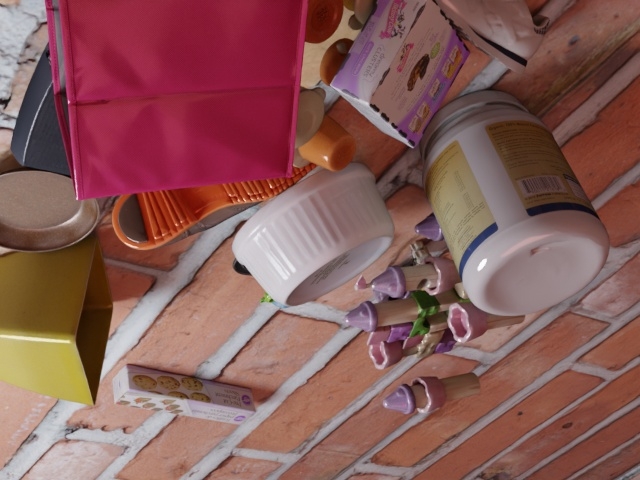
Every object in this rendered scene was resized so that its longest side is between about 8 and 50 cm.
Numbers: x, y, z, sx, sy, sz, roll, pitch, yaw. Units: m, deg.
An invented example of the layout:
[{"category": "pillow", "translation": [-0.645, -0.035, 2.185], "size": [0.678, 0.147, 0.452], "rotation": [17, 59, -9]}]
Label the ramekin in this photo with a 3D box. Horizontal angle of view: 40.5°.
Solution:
[{"category": "ramekin", "translation": [0.000, 0.000, 1.431], "size": [0.272, 0.127, 0.273], "rotation": [-30, 166, -9]}]

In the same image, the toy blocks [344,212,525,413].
[{"category": "toy blocks", "translation": [0.146, 0.121, 1.546], "size": [0.259, 0.309, 0.289], "rotation": [-8, 140, -22]}]

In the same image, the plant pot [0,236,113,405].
[{"category": "plant pot", "translation": [-0.470, 0.133, 1.464], "size": [0.187, 0.212, 0.212], "rotation": [3, 140, -2]}]

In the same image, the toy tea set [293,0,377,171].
[{"category": "toy tea set", "translation": [-0.018, -0.246, 1.212], "size": [0.200, 0.124, 0.336], "rotation": [-18, 133, -42]}]

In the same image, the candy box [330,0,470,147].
[{"category": "candy box", "translation": [0.116, -0.240, 1.206], "size": [0.165, 0.070, 0.196], "rotation": [-60, 153, 2]}]

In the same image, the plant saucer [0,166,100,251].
[{"category": "plant saucer", "translation": [-0.447, -0.054, 1.356], "size": [0.198, 0.036, 0.199], "rotation": [-9, 143, -7]}]

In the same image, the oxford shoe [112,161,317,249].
[{"category": "oxford shoe", "translation": [-0.151, -0.096, 1.380], "size": [0.363, 0.130, 0.133], "rotation": [-24, 175, -1]}]

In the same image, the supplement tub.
[{"category": "supplement tub", "translation": [0.294, -0.065, 1.385], "size": [0.228, 0.316, 0.228], "rotation": [-10, 142, -8]}]

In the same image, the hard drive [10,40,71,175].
[{"category": "hard drive", "translation": [-0.326, -0.186, 1.228], "size": [0.171, 0.054, 0.255], "rotation": [12, 134, -31]}]

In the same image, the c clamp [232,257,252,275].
[{"category": "c clamp", "translation": [-0.078, 0.026, 1.608], "size": [0.160, 0.022, 0.137], "rotation": [2, 143, -24]}]

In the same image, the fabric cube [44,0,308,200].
[{"category": "fabric cube", "translation": [-0.180, -0.230, 1.019], "size": [0.258, 0.254, 0.259], "rotation": [-7, 129, -18]}]

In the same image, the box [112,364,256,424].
[{"category": "box", "translation": [-0.290, 0.335, 1.872], "size": [0.323, 0.067, 0.063], "rotation": [20, 130, -36]}]

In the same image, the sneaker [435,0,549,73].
[{"category": "sneaker", "translation": [0.231, -0.329, 1.244], "size": [0.235, 0.090, 0.095], "rotation": [21, 111, -38]}]

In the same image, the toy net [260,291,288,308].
[{"category": "toy net", "translation": [-0.005, 0.058, 1.636], "size": [0.232, 0.045, 0.122], "rotation": [-29, 156, 6]}]
